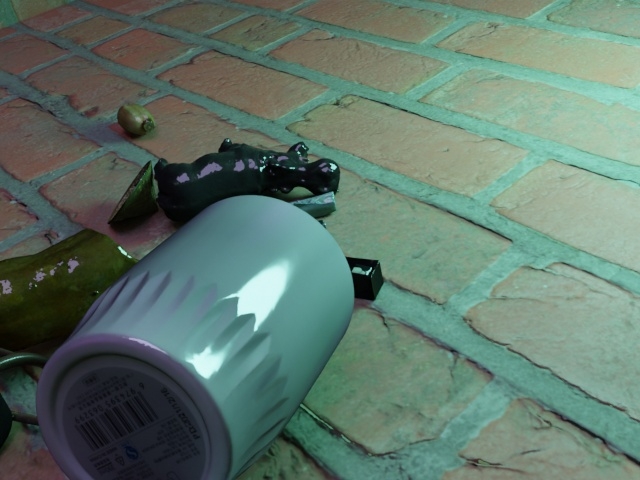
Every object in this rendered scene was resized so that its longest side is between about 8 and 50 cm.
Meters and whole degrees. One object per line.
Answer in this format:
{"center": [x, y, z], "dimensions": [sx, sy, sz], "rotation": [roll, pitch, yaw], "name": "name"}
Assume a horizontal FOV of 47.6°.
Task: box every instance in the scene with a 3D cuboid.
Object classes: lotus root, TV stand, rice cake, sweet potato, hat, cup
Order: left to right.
{"center": [-0.412, 0.084, 1.085], "dimensions": [0.369, 0.158, 0.158], "rotation": [-26, 37, -35], "name": "sweet potato"}
{"center": [-0.429, -0.281, 1.679], "dimensions": [0.073, 0.062, 0.150], "rotation": [-24, 37, -28], "name": "lotus root"}
{"center": [-0.337, -0.075, 1.381], "dimensions": [0.146, 0.067, 0.146], "rotation": [-47, 19, 23], "name": "hat"}
{"center": [-0.123, 0.116, 0.820], "dimensions": [0.253, 0.253, 0.371], "rotation": [1, 21, 17], "name": "cup"}
{"center": [-0.060, -0.050, 1.276], "dimensions": [0.180, 0.042, 0.030], "rotation": [-14, 38, -2], "name": "rice cake"}
{"center": [-0.031, 0.046, 1.133], "dimensions": [0.256, 0.049, 0.040], "rotation": [7, 41, 24], "name": "TV stand"}

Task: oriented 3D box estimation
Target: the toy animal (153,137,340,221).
{"center": [-0.141, -0.125, 1.353], "dimensions": [0.343, 0.106, 0.168], "rotation": [-11, 35, -4], "name": "toy animal"}

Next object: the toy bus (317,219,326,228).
{"center": [0.000, 0.000, 1.196], "dimensions": [0.031, 0.037, 0.083], "rotation": [-13, 37, -3], "name": "toy bus"}

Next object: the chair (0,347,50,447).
{"center": [-0.461, 0.223, 0.907], "dimensions": [0.272, 0.188, 0.166], "rotation": [0, 38, 21], "name": "chair"}
